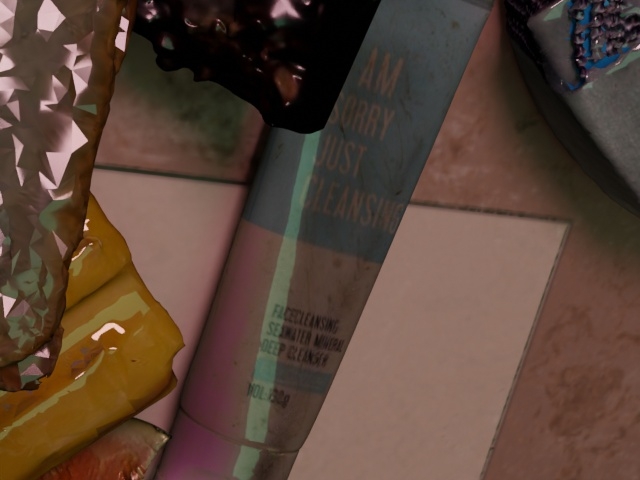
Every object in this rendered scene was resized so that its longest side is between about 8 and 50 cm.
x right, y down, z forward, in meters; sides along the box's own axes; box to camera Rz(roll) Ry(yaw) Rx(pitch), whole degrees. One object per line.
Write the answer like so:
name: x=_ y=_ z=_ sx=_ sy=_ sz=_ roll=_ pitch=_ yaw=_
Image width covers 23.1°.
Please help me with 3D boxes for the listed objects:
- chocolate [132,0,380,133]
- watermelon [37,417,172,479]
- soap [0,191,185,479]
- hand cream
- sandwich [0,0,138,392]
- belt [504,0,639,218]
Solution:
chocolate: x=-0.055 y=-0.128 z=0.687 sx=0.133 sy=0.156 sz=0.156 roll=10 pitch=109 yaw=-15
watermelon: x=-0.152 y=0.135 z=0.791 sx=0.069 sy=0.087 sz=0.163 roll=43 pitch=86 yaw=-7
soap: x=-0.241 y=0.058 z=0.679 sx=0.324 sy=0.096 sz=0.204 roll=-34 pitch=124 yaw=-12
hand cream: x=0.000 y=0.000 z=0.814 sx=0.111 sy=0.070 sz=0.312 roll=15 pitch=101 yaw=-32
sandwich: x=-0.219 y=-0.110 z=0.527 sx=0.325 sy=0.131 sz=0.262 roll=14 pitch=88 yaw=-16
belt: x=0.242 y=-0.128 z=0.853 sx=0.260 sy=0.122 sz=0.325 roll=-40 pitch=128 yaw=3
